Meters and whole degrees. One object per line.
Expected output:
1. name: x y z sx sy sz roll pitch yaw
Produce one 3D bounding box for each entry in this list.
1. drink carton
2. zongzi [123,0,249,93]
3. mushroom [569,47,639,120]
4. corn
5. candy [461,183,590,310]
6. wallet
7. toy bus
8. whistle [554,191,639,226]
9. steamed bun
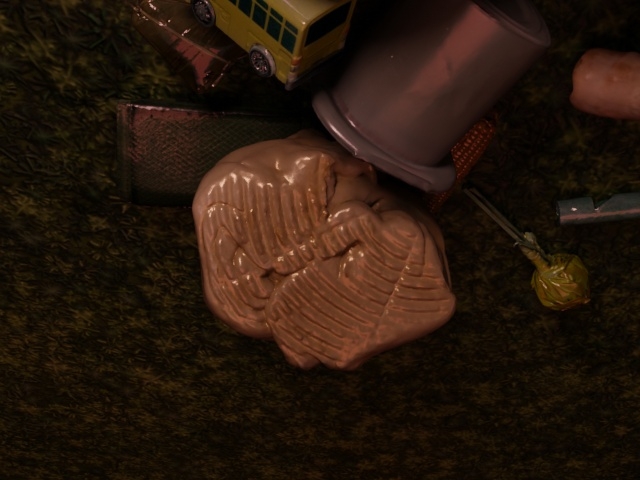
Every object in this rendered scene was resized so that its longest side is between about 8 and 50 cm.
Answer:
1. drink carton: 0.118 -0.177 0.833 0.185 0.191 0.189 29 127 -26
2. zongzi: -0.131 -0.248 0.873 0.130 0.062 0.154 -38 112 13
3. mushroom: 0.366 -0.150 0.837 0.209 0.206 0.206 6 140 6
4. corn: 0.146 -0.093 1.013 0.068 0.068 0.207 17 136 -16
5. candy: 0.279 0.005 1.136 0.262 0.077 0.073 40 150 -25
6. wallet: -0.130 -0.104 1.026 0.236 0.055 0.160 2 138 -11
7. toy bus: -0.057 -0.234 0.773 0.175 0.088 0.101 42 149 14
8. whistle: 0.402 -0.045 1.079 0.186 0.039 0.039 -5 140 10
9. steamed bun: 0.001 0.003 0.986 0.289 0.203 0.276 -8 108 -8
